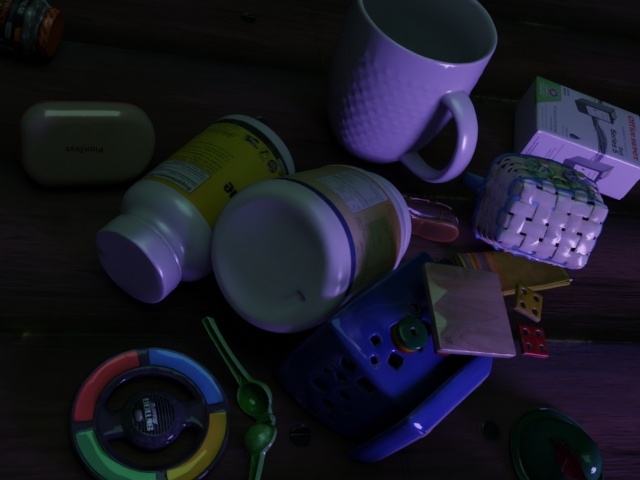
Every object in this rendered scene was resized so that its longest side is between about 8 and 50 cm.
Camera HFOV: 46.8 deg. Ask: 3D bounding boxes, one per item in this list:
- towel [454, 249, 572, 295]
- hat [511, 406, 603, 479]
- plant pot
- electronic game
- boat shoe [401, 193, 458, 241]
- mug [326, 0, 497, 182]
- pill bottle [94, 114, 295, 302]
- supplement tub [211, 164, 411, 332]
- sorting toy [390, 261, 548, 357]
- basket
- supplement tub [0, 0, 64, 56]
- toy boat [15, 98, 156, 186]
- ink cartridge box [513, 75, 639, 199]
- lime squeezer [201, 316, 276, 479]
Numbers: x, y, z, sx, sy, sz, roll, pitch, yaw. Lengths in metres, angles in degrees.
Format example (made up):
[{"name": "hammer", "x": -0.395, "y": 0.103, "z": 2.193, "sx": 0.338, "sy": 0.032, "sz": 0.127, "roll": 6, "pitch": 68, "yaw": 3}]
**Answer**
[{"name": "towel", "x": 0.384, "y": 0.057, "z": 1.465, "sx": 0.237, "sy": 0.021, "sz": 0.102, "roll": -6, "pitch": 58, "yaw": -24}, {"name": "hat", "x": 0.420, "y": 0.327, "z": 1.167, "sx": 0.173, "sy": 0.183, "sz": 0.208, "roll": 12, "pitch": 51, "yaw": -12}, {"name": "plant pot", "x": 0.105, "y": 0.190, "z": 1.131, "sx": 0.236, "sy": 0.236, "sz": 0.212, "roll": -31, "pitch": 77, "yaw": -36}, {"name": "electronic game", "x": -0.242, "y": 0.257, "z": 1.064, "sx": 0.229, "sy": 0.048, "sz": 0.229, "roll": 10, "pitch": 52, "yaw": -13}, {"name": "boat shoe", "x": 0.171, "y": -0.054, "z": 1.440, "sx": 0.207, "sy": 0.073, "sz": 0.073, "roll": 16, "pitch": 49, "yaw": -18}, {"name": "mug", "x": 0.173, "y": -0.282, "z": 1.442, "sx": 0.276, "sy": 0.328, "sz": 0.374, "roll": -18, "pitch": 63, "yaw": -30}, {"name": "pill bottle", "x": -0.203, "y": -0.054, "z": 1.222, "sx": 0.188, "sy": 0.188, "sz": 0.334, "roll": 36, "pitch": 51, "yaw": 8}, {"name": "supplement tub", "x": 0.000, "y": 0.000, "z": 1.181, "sx": 0.228, "sy": 0.228, "sz": 0.316, "roll": 43, "pitch": 27, "yaw": 14}, {"name": "sorting toy", "x": 0.210, "y": 0.107, "z": 1.065, "sx": 0.274, "sy": 0.046, "sz": 0.132, "roll": 8, "pitch": 59, "yaw": -26}, {"name": "basket", "x": 0.425, "y": -0.062, "z": 1.458, "sx": 0.255, "sy": 0.201, "sz": 0.289, "roll": 17, "pitch": 10, "yaw": -6}, {"name": "supplement tub", "x": -0.595, "y": -0.422, "z": 1.401, "sx": 0.190, "sy": 0.117, "sz": 0.117, "roll": 16, "pitch": 51, "yaw": -8}, {"name": "toy boat", "x": -0.409, "y": -0.182, "z": 1.295, "sx": 0.231, "sy": 0.151, "sz": 0.151, "roll": -3, "pitch": 27, "yaw": -22}, {"name": "ink cartridge box", "x": 0.594, "y": -0.236, "z": 1.702, "sx": 0.273, "sy": 0.115, "sz": 0.198, "roll": 19, "pitch": 50, "yaw": -6}, {"name": "lime squeezer", "x": -0.103, "y": 0.261, "z": 1.082, "sx": 0.059, "sy": 0.110, "sz": 0.310, "roll": -21, "pitch": 61, "yaw": 12}]
